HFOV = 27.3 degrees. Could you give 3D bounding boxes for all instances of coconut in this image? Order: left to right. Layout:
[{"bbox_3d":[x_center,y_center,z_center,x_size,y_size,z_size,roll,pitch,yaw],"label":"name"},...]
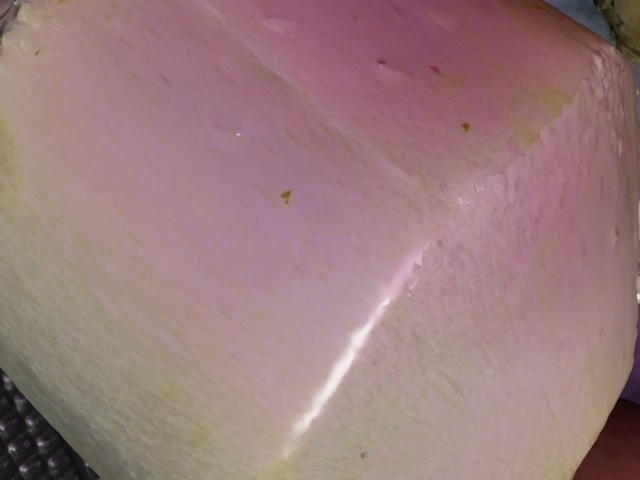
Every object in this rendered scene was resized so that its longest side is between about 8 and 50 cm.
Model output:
[{"bbox_3d":[0.000,0.000,0.480,0.245,0.233,0.233,41,88,11],"label":"coconut"}]

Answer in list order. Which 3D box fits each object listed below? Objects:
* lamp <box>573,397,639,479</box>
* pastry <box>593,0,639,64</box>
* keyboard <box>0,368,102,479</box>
[{"bbox_3d":[0.106,0.223,0.593,0.305,0.239,0.305,-6,107,-20],"label":"lamp"},{"bbox_3d":[0.192,-0.143,0.612,0.153,0.081,0.153,-6,114,-15],"label":"pastry"},{"bbox_3d":[-0.149,0.057,0.557,0.103,0.041,0.381,-36,113,-28],"label":"keyboard"}]
